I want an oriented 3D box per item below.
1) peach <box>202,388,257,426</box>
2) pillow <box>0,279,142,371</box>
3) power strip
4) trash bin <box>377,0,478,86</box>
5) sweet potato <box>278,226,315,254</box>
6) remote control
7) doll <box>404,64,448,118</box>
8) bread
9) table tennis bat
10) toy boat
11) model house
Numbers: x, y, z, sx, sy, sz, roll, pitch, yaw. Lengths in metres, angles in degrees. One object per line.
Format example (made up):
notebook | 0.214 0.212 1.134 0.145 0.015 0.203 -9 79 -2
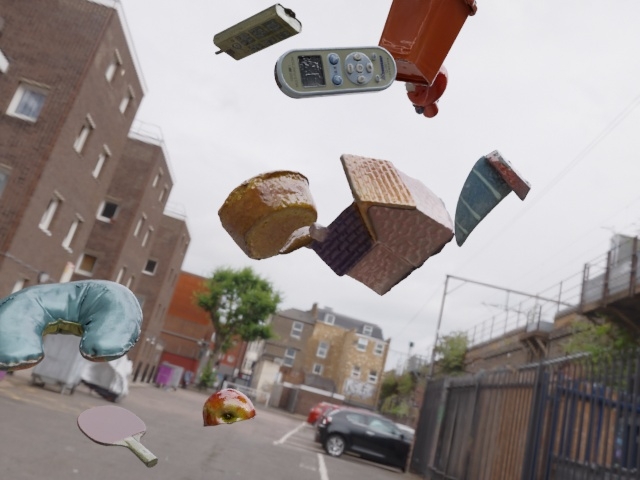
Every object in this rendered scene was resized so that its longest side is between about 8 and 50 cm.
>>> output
peach | -0.160 0.289 0.962 0.098 0.061 0.098 -8 -6 -1
pillow | -0.390 0.125 0.829 0.233 0.086 0.214 -2 20 -18
power strip | -0.166 -0.494 1.332 0.268 0.034 0.092 -7 -21 38
trash bin | 0.218 -0.481 1.213 0.161 0.239 0.184 22 -3 38
sweet potato | 0.000 0.000 1.366 0.281 0.067 0.059 2 8 -41
remote control | 0.029 -0.308 1.010 0.244 0.087 0.047 -11 7 -24
doll | 0.348 -0.513 1.805 0.130 0.161 0.290 27 -8 28
bread | -0.147 -0.077 1.638 0.312 0.172 0.312 -25 -24 -12
table tennis bat | -0.456 0.445 1.261 0.246 0.022 0.138 21 13 36
toy boat | 0.202 -0.052 0.709 0.034 0.096 0.122 19 -56 -38
model house | 0.106 -0.049 1.172 0.237 0.202 0.237 30 -59 -31
